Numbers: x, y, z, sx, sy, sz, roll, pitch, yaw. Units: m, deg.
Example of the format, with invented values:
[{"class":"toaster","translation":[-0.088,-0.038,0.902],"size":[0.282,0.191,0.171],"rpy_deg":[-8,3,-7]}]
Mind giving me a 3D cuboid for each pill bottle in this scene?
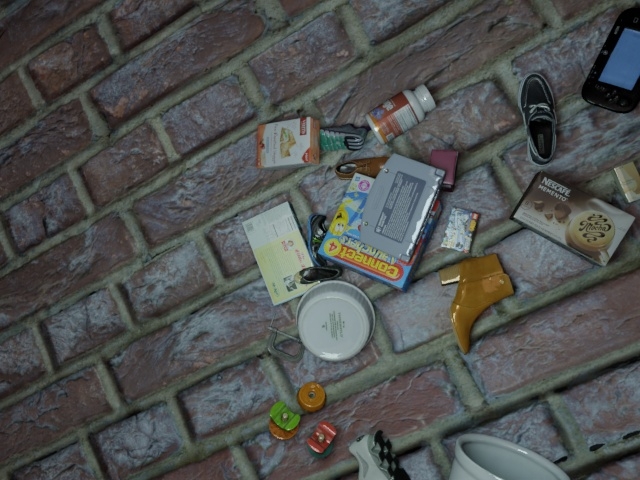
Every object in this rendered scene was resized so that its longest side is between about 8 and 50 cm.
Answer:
[{"class":"pill bottle","translation":[0.265,-0.421,1.713],"size":[0.216,0.121,0.121],"rpy_deg":[-31,81,10]}]

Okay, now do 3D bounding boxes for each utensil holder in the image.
[{"class":"utensil holder","translation":[0.509,0.819,1.498],"size":[0.327,0.327,0.386],"rpy_deg":[14,93,14]}]

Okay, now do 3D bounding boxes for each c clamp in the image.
[{"class":"c clamp","translation":[-0.125,0.353,1.827],"size":[0.160,0.022,0.137],"rpy_deg":[25,94,14]}]

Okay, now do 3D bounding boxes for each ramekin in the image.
[{"class":"ramekin","translation":[0.045,0.272,1.707],"size":[0.272,0.127,0.273],"rpy_deg":[1,97,6]}]

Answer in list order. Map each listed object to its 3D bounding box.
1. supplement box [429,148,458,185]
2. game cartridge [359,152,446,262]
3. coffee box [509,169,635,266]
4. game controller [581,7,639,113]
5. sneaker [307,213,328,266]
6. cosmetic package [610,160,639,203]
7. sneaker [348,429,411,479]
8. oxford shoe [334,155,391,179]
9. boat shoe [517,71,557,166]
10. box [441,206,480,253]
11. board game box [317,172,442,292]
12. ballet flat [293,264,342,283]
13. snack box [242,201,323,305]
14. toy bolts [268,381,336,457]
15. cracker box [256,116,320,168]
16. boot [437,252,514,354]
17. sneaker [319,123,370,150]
[{"class":"supplement box","translation":[0.388,-0.218,1.638],"size":[0.080,0.188,0.104],"rpy_deg":[9,90,15]},{"class":"game cartridge","translation":[0.236,-0.104,1.571],"size":[0.195,0.060,0.295],"rpy_deg":[25,101,19]},{"class":"coffee box","translation":[0.756,-0.068,1.576],"size":[0.297,0.119,0.168],"rpy_deg":[32,96,13]},{"class":"game controller","translation":[0.937,-0.549,1.579],"size":[0.166,0.067,0.320],"rpy_deg":[27,93,13]},{"class":"sneaker","translation":[0.000,0.000,1.788],"size":[0.078,0.067,0.188],"rpy_deg":[-8,83,20]},{"class":"cosmetic package","translation":[0.940,-0.176,1.575],"size":[0.060,0.041,0.115],"rpy_deg":[-23,83,12]},{"class":"sneaker","translation":[0.203,0.792,1.692],"size":[0.146,0.122,0.331],"rpy_deg":[-29,82,29]},{"class":"oxford shoe","translation":[0.151,-0.246,1.758],"size":[0.212,0.076,0.076],"rpy_deg":[-9,84,12]},{"class":"boat shoe","translation":[0.682,-0.387,1.617],"size":[0.108,0.102,0.302],"rpy_deg":[-3,87,14]},{"class":"box","translation":[0.459,-0.033,1.696],"size":[0.093,0.027,0.137],"rpy_deg":[16,92,15]},{"class":"board game box","translation":[0.193,-0.030,1.681],"size":[0.308,0.086,0.302],"rpy_deg":[21,80,22]},{"class":"ballet flat","translation":[-0.010,0.111,1.735],"size":[0.172,0.049,0.058],"rpy_deg":[-12,80,14]},{"class":"snack box","translation":[-0.132,0.047,1.822],"size":[0.187,0.060,0.322],"rpy_deg":[-23,82,10]},{"class":"toy bolts","translation":[-0.039,0.629,1.764],"size":[0.228,0.159,0.218],"rpy_deg":[37,56,22]},{"class":"cracker box","translation":[-0.114,-0.332,1.796],"size":[0.232,0.067,0.156],"rpy_deg":[-1,87,33]},{"class":"boot","translation":[0.507,0.199,1.636],"size":[0.211,0.104,0.296],"rpy_deg":[-14,80,13]},{"class":"sneaker","translation":[0.062,-0.367,1.800],"size":[0.223,0.083,0.098],"rpy_deg":[14,52,26]}]
